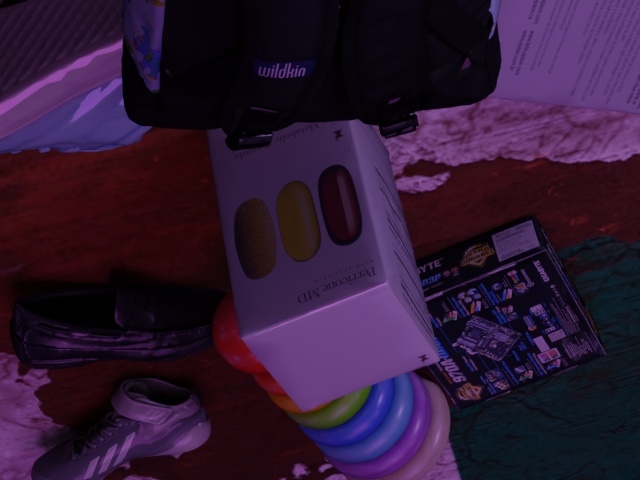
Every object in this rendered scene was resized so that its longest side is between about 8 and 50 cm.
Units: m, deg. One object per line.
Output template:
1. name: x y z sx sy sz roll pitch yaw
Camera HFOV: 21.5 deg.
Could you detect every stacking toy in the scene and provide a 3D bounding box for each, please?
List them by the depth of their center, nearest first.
1. stacking toy: 0.001 0.142 1.703 0.141 0.141 0.330 -28 143 18

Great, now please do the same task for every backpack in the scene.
1. backpack: -0.003 -0.247 1.117 0.290 0.273 0.355 -5 161 -5

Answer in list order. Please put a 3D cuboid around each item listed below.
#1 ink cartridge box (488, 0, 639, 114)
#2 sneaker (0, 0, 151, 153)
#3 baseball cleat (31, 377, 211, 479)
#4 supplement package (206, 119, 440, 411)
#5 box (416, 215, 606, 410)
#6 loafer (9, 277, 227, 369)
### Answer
1. ink cartridge box: 0.289 -0.209 1.310 0.330 0.071 0.324 5 150 -5
2. sneaker: -0.216 -0.110 1.371 0.366 0.135 0.150 -19 137 10
3. baseball cleat: -0.224 0.201 1.807 0.206 0.072 0.109 -19 127 1
4. supplement package: 0.000 0.000 1.470 0.139 0.244 0.134 -22 140 11
5. box: 0.184 0.081 1.766 0.175 0.051 0.220 -23 140 13
6. loafer: -0.190 0.075 1.643 0.223 0.076 0.078 -6 133 -12
